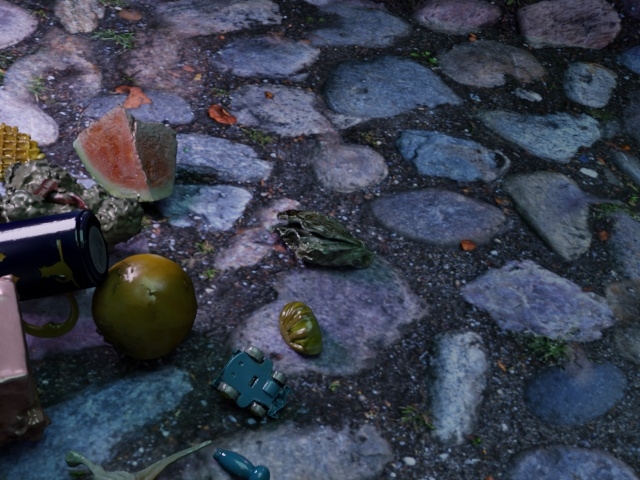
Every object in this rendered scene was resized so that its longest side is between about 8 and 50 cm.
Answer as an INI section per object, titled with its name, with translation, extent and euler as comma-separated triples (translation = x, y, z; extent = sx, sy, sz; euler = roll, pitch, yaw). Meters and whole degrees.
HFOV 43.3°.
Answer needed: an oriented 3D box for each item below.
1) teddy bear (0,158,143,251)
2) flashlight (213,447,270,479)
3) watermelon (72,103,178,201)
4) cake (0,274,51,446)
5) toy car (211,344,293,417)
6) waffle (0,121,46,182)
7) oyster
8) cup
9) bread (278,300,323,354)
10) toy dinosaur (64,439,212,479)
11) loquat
[teddy bear]
translation = -0.663, -0.101, 1.966
extent = 0.358, 0.224, 0.367
euler = 0, 41, -44
[flashlight]
translation = -0.162, 0.466, 1.654
extent = 0.129, 0.051, 0.051
euler = 26, 44, 12
[watermelon]
translation = -0.512, -0.230, 2.145
extent = 0.310, 0.231, 0.193
euler = 35, 9, 40
[cake]
translation = -0.688, 0.258, 1.517
extent = 0.315, 0.306, 0.293
euler = -10, 51, -25
[toy car]
translation = -0.150, 0.317, 1.796
extent = 0.161, 0.098, 0.126
euler = 39, 70, -16
[waffle]
translation = -0.875, -0.236, 2.146
extent = 0.232, 0.051, 0.229
euler = 32, 46, 17
[oyster]
translation = 0.000, 0.000, 2.148
extent = 0.268, 0.112, 0.198
euler = 30, 23, 25
[cup]
translation = -0.576, 0.062, 1.692
extent = 0.257, 0.255, 0.178
euler = -9, 51, 2
[bread]
translation = -0.044, 0.204, 1.928
extent = 0.083, 0.094, 0.157
euler = -7, 56, -28
[toy dinosaur]
translation = -0.377, 0.456, 1.513
extent = 0.393, 0.092, 0.206
euler = -2, 10, -37
[loquat]
translation = -0.389, 0.144, 1.780
extent = 0.235, 0.235, 0.235
euler = 9, 44, -9
